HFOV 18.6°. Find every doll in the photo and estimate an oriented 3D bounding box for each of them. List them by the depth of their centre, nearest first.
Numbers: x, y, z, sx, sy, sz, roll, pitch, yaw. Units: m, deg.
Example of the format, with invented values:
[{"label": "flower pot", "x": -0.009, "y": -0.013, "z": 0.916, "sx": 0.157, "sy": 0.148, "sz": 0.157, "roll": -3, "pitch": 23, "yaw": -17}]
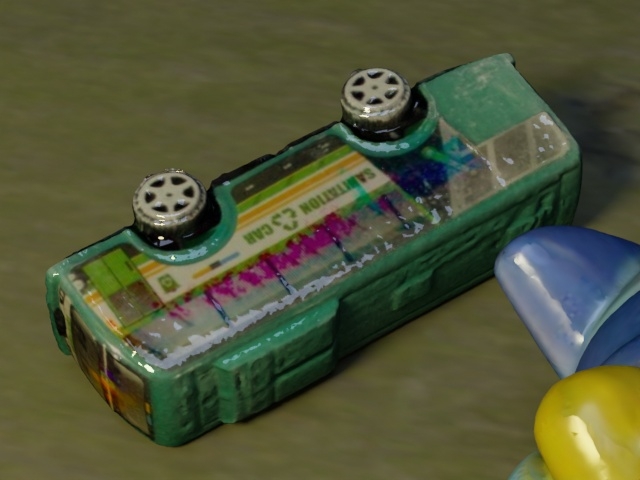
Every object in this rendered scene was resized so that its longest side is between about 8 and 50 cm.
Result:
[{"label": "doll", "x": 0.216, "y": 0.006, "z": 0.801, "sx": 0.366, "sy": 0.376, "sz": 0.187, "roll": -38, "pitch": 59, "yaw": -2}]

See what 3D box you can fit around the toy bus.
[{"label": "toy bus", "x": 0.000, "y": 0.000, "z": 0.943, "sx": 0.262, "sy": 0.091, "sz": 0.109, "roll": -29, "pitch": 59, "yaw": -17}]
